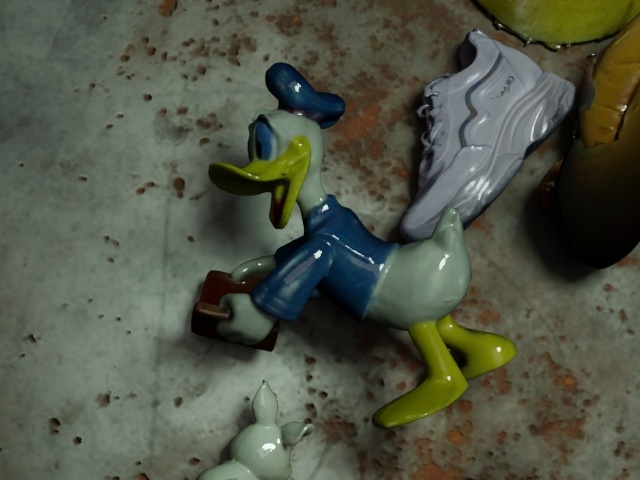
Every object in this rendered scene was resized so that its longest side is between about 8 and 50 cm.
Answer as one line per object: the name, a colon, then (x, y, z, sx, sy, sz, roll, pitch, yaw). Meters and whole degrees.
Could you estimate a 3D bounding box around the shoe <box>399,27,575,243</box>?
shoe: (0.145, -0.106, 1.195, 0.137, 0.095, 0.245, 40, 73, 7)

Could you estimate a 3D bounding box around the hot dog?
hot dog: (0.326, -0.141, 1.200, 0.326, 0.107, 0.194, -39, 111, -10)

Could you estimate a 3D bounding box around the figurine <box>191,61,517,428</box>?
figurine: (0.000, 0.000, 1.100, 0.283, 0.204, 0.338, -15, 97, 21)

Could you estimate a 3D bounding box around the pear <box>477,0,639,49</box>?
pear: (0.282, -0.345, 1.219, 0.267, 0.178, 0.267, 2, 80, -9)

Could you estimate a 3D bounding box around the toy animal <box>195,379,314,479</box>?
toy animal: (-0.066, 0.209, 1.110, 0.071, 0.085, 0.124, 36, 70, 20)
